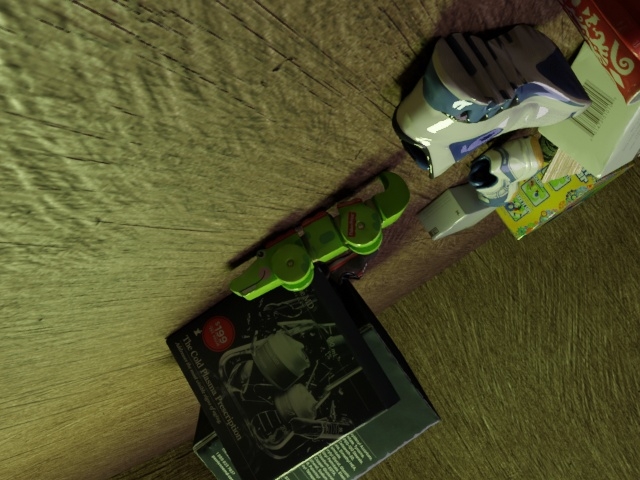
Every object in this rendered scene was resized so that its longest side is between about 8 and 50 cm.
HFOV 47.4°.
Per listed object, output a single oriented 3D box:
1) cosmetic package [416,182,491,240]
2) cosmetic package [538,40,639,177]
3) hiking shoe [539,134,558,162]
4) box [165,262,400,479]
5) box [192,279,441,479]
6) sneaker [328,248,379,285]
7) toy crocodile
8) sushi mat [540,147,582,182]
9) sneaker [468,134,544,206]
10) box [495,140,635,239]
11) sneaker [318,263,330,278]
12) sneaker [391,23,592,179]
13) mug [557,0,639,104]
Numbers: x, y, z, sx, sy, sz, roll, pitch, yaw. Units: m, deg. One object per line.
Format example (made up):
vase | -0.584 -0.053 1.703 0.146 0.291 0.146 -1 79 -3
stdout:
cosmetic package | 0.351 -0.081 1.813 0.117 0.086 0.231 -41 164 34
cosmetic package | 0.604 -0.289 1.335 0.384 0.156 0.217 -25 149 -30
hiking shoe | 0.523 -0.248 1.617 0.114 0.086 0.227 -20 155 -24
box | -0.071 0.255 1.433 0.312 0.343 0.179 -34 167 8
box | -0.024 0.376 1.786 0.471 0.297 0.480 -37 -169 2
sneaker | 0.084 0.063 1.738 0.157 0.065 0.061 -26 167 -29
toy crocodile | 0.000 0.000 1.215 0.340 0.105 0.115 -28 169 2
sushi mat | 0.569 -0.259 1.518 0.151 0.019 0.317 -17 140 -34
sneaker | 0.380 -0.150 1.621 0.130 0.112 0.296 -13 163 -8
box | 0.636 -0.173 1.952 0.289 0.177 0.279 -19 161 -49
sneaker | -0.028 0.082 1.593 0.119 0.047 0.057 -29 157 -21
sneaker | 0.200 -0.179 0.963 0.315 0.128 0.182 -12 161 -42
mug | 0.376 -0.272 0.881 0.113 0.169 0.150 -33 168 2
